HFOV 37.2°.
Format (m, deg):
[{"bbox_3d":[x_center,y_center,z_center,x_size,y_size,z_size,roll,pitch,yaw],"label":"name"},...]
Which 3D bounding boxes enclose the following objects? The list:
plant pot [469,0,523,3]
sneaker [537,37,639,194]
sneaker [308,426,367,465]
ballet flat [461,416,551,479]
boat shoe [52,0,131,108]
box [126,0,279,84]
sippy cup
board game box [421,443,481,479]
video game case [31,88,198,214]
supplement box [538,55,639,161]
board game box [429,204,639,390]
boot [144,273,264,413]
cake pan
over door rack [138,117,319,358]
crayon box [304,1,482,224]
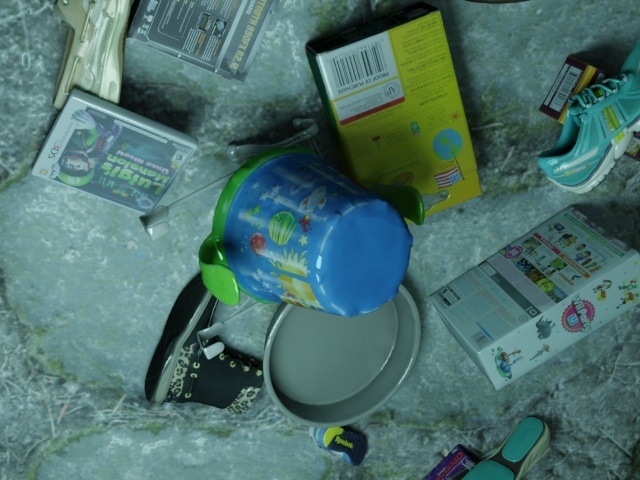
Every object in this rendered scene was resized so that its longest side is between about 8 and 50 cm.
[{"bbox_3d":[0.284,-0.427,1.342,0.215,0.230,0.215,-6,114,-14],"label":"plant pot"},{"bbox_3d":[0.442,-0.202,1.473,0.110,0.107,0.275,28,103,-15],"label":"sneaker"},{"bbox_3d":[0.033,0.363,1.719,0.144,0.059,0.053,44,64,-43],"label":"sneaker"},{"bbox_3d":[0.350,0.437,1.793,0.248,0.086,0.086,-36,121,-24],"label":"ballet flat"},{"bbox_3d":[-0.311,-0.315,1.284,0.098,0.109,0.302,3,118,-18],"label":"boat shoe"},{"bbox_3d":[-0.150,-0.360,1.338,0.183,0.056,0.231,18,107,-24],"label":"box"},{"bbox_3d":[0.000,0.000,1.333,0.240,0.224,0.305,43,78,-36],"label":"sippy cup"},{"bbox_3d":[0.316,0.569,1.896,0.208,0.056,0.347,-45,118,10],"label":"board game box"},{"bbox_3d":[-0.299,-0.121,1.374,0.190,0.022,0.173,20,135,-24],"label":"video game case"},{"bbox_3d":[0.474,-0.216,1.576,0.188,0.081,0.104,21,106,-23],"label":"supplement box"},{"bbox_3d":[0.364,0.090,1.597,0.303,0.224,0.097,-33,117,0],"label":"board game box"},{"bbox_3d":[-0.168,0.176,1.559,0.178,0.085,0.236,19,106,-28],"label":"boot"},{"bbox_3d":[0.032,0.176,1.609,0.293,0.054,0.293,-9,114,-22],"label":"cake pan"},{"bbox_3d":[-0.109,-0.015,1.458,0.324,0.108,0.239,-35,120,-23],"label":"over door rack"},{"bbox_3d":[0.119,-0.184,1.483,0.202,0.081,0.318,-21,117,-7],"label":"crayon box"}]
